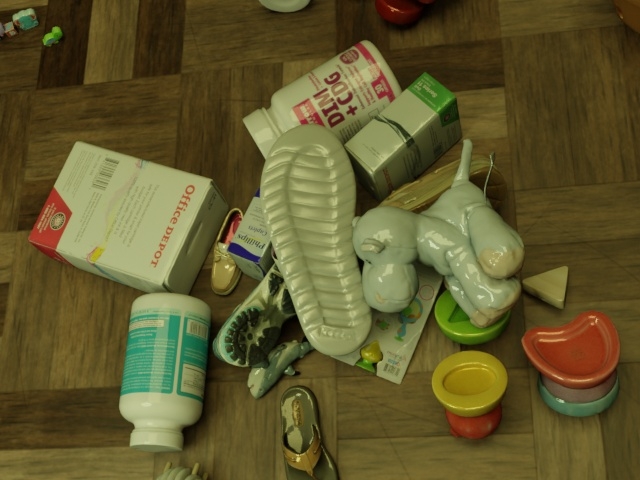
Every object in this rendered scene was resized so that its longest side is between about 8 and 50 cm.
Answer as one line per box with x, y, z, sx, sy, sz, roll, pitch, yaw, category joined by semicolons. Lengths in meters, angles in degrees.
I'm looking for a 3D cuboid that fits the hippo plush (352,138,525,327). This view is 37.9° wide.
0.177;0.015;1.499;0.236;0.234;0.294;-8;108;-11;hippo plush

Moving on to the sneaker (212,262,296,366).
-0.095;0.111;1.681;0.283;0.122;0.110;-43;102;-28;sneaker

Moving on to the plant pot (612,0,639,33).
0.650;-0.507;1.715;0.290;0.203;0.291;-5;67;11;plant pot

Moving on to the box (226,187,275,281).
-0.100;-0.006;1.719;0.072;0.126;0.137;20;74;18;box

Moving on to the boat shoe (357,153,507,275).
0.171;-0.043;1.693;0.341;0.122;0.110;-27;30;10;boat shoe

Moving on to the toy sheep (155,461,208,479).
-0.237;0.427;1.597;0.132;0.091;0.091;-8;65;29;toy sheep

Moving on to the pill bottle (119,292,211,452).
-0.275;0.235;1.649;0.146;0.146;0.264;-1;68;12;pill bottle

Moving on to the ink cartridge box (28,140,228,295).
-0.365;-0.035;1.787;0.306;0.131;0.226;18;73;17;ink cartridge box

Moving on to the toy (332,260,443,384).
0.119;0.118;1.651;0.136;0.056;0.237;23;83;-5;toy

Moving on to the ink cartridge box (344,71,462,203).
0.154;-0.183;1.721;0.208;0.153;0.087;-42;65;-7;ink cartridge box

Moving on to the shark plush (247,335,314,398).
-0.062;0.218;1.676;0.161;0.073;0.067;-28;90;-16;shark plush

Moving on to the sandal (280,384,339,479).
-0.026;0.349;1.594;0.089;0.060;0.219;-13;66;7;sandal

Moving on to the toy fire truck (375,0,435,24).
0.185;-0.597;1.897;0.253;0.169;0.302;-31;63;-28;toy fire truck

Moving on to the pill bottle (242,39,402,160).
0.006;-0.244;1.774;0.283;0.160;0.160;-31;65;-1;pill bottle

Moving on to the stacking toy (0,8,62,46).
-0.693;-0.482;2.085;0.221;0.052;0.167;-23;66;2;stacking toy

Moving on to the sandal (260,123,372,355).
-0.015;0.001;1.629;0.169;0.102;0.417;-5;75;-9;sandal

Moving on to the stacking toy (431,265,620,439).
0.337;0.197;1.580;0.308;0.130;0.280;-11;40;5;stacking toy

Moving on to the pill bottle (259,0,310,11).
-0.074;-0.597;1.958;0.119;0.119;0.209;-4;67;11;pill bottle

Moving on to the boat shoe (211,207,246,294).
-0.176;0.017;1.763;0.063;0.059;0.170;6;70;15;boat shoe
